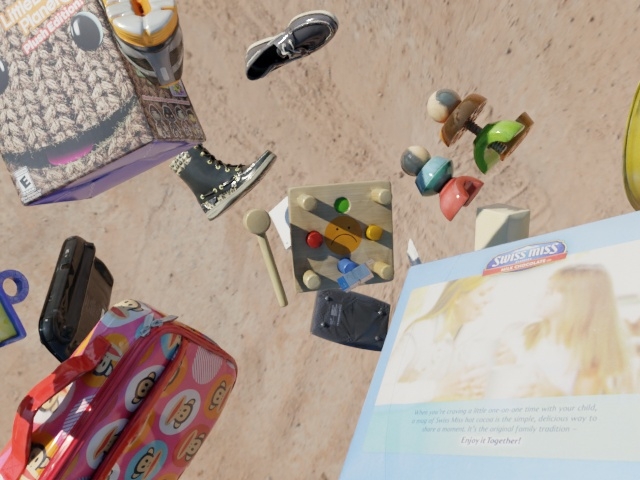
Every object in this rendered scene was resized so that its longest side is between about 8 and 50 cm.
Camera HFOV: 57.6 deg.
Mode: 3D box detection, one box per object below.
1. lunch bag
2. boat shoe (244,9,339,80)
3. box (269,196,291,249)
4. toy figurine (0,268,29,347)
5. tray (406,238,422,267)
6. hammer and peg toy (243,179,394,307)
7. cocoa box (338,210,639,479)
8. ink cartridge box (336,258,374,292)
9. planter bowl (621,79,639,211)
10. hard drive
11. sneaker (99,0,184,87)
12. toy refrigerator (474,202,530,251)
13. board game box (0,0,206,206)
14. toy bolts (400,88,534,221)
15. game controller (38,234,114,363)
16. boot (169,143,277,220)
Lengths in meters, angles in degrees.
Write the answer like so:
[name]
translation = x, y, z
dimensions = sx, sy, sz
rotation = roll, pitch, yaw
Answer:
[lunch bag]
translation = -0.254, 0.222, 0.719
dimensions = 0.120, 0.258, 0.293
rotation = 24, 74, 31
[boat shoe]
translation = -0.055, -0.342, 1.048
dimensions = 0.206, 0.075, 0.065
rotation = -13, 50, 35
[box]
translation = -0.043, -0.051, 1.705
dimensions = 0.091, 0.170, 0.130
rotation = -39, 68, 32
[toy figurine]
translation = -0.324, 0.091, 0.529
dimensions = 0.191, 0.217, 0.362
rotation = -21, 99, 21
[tray]
translation = 0.321, 0.136, 1.809
dimensions = 0.030, 0.145, 0.270
rotation = -20, 53, 5
[hammer and peg toy]
translation = 0.000, 0.000, 1.379
dimensions = 0.361, 0.127, 0.266
rotation = -7, 102, -14
[cocoa box]
translation = 0.229, 0.135, 0.417
dimensions = 0.347, 0.231, 0.228
rotation = -18, 127, 44
[ink cartridge box]
translation = 0.079, 0.072, 1.190
dimensions = 0.083, 0.048, 0.028
rotation = -32, 75, 7
[planter bowl]
translation = 0.394, -0.115, 0.559
dimensions = 0.090, 0.217, 0.217
rotation = 27, 105, 50
[hard drive]
translation = 0.090, 0.245, 1.802
dimensions = 0.255, 0.054, 0.172
rotation = 17, 69, -19
[sneaker]
translation = -0.189, -0.241, 0.606
dimensions = 0.084, 0.083, 0.215
rotation = -16, 52, -6
[toy refrigerator]
translation = 0.461, 0.048, 1.485
dimensions = 0.094, 0.102, 0.269
rotation = -11, 109, -31
[board game box]
translation = -0.338, -0.227, 0.813
dimensions = 0.232, 0.141, 0.291
rotation = -22, 92, 18
[toy bolts]
translation = 0.257, -0.177, 1.078
dimensions = 0.158, 0.218, 0.228
rotation = 41, 129, 13
[game controller]
translation = -0.492, 0.129, 1.192
dimensions = 0.067, 0.319, 0.166
rotation = -13, 128, -1
[boot]
translation = -0.238, -0.180, 1.403
dimensions = 0.236, 0.085, 0.178
rotation = -40, 92, 19
